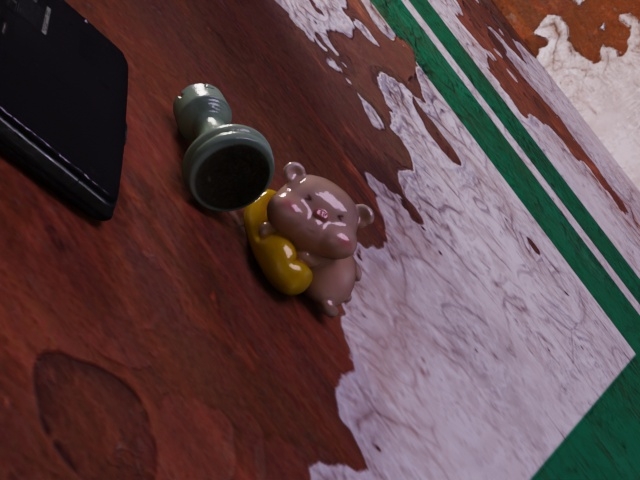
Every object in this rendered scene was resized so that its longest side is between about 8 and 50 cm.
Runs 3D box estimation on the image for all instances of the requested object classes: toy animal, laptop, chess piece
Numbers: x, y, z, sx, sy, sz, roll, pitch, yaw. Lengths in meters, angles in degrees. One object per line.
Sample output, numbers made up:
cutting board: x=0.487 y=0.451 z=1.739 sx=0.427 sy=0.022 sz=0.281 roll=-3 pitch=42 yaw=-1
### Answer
toy animal: x=0.000 y=0.000 z=0.922 sx=0.114 sy=0.082 sz=0.091 roll=45 pitch=23 yaw=-18
laptop: x=-0.183 y=-0.113 z=0.810 sx=0.154 sy=0.026 sz=0.207 roll=39 pitch=23 yaw=-27
chess piece: x=-0.079 y=-0.075 z=0.921 sx=0.067 sy=0.067 sz=0.103 roll=34 pitch=17 yaw=-38
